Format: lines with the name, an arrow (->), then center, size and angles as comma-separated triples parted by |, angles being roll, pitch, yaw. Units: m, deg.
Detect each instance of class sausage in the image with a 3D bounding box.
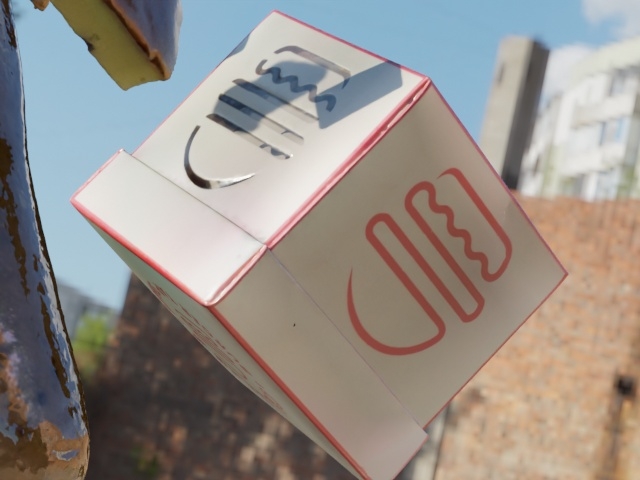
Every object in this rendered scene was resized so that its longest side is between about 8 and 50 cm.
sausage -> -0.225, -0.057, 1.022 | 0.136, 0.501, 0.123 | 13, -38, -42

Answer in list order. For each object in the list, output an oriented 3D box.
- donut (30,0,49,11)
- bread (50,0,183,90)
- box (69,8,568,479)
donut -> -0.142, -0.142, 0.818 | 0.067, 0.038, 0.083 | 41, 2, -9
bread -> -0.271, -0.329, 1.873 | 0.077, 0.138, 0.361 | -17, -48, 23
box -> 0.000, 0.000, 1.733 | 0.312, 0.300, 0.314 | 50, -10, -36
